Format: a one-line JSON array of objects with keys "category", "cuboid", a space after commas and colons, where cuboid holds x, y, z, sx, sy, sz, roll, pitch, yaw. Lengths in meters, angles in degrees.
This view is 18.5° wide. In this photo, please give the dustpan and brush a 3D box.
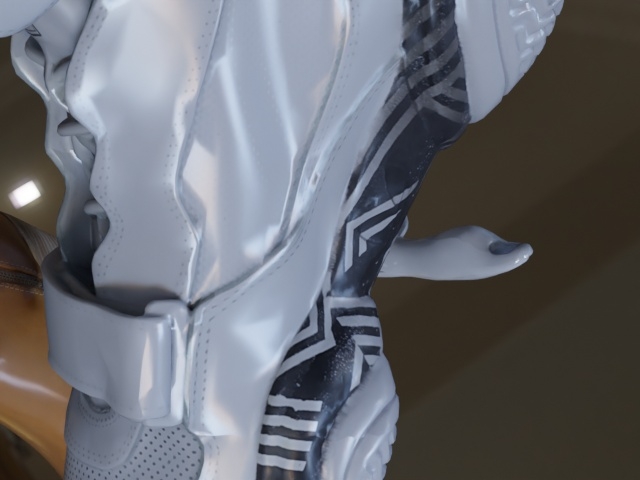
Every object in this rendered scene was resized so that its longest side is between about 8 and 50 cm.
[{"category": "dustpan and brush", "cuboid": [0.000, 0.000, 0.825, 0.211, 0.060, 0.147, -13, -164, 47]}]

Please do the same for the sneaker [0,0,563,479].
[{"category": "sneaker", "cuboid": [-0.067, -0.025, 0.635, 0.366, 0.210, 0.137, -67, -156, 3]}]

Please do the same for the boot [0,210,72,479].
[{"category": "boot", "cuboid": [-0.136, 0.062, 0.841, 0.073, 0.152, 0.197, -47, -119, 16]}]
